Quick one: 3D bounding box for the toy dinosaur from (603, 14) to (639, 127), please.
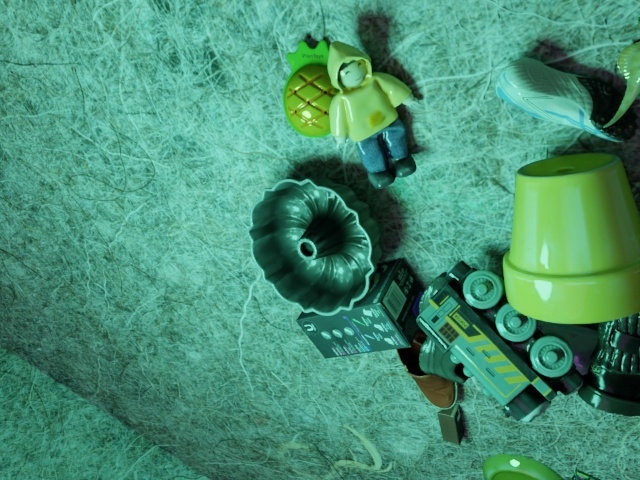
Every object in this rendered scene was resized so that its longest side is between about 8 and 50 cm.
[{"bbox_3d":[0.496,-0.258,0.872,0.093,0.053,0.183,18,116,26],"label":"toy dinosaur"}]

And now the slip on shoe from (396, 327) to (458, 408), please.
[{"bbox_3d":[0.265,0.326,1.489,0.123,0.101,0.331,-5,125,33],"label":"slip on shoe"}]

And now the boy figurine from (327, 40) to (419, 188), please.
[{"bbox_3d":[0.098,-0.245,1.084,0.177,0.092,0.285,-23,125,4],"label":"boy figurine"}]

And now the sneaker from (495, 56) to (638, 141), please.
[{"bbox_3d":[0.403,-0.227,0.950,0.237,0.085,0.086,25,172,2],"label":"sneaker"}]

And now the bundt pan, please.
[{"bbox_3d":[0.000,0.000,1.322,0.331,0.124,0.330,13,117,28],"label":"bundt pan"}]

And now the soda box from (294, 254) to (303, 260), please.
[{"bbox_3d":[-0.056,0.088,1.519,0.060,0.053,0.168,15,133,21],"label":"soda box"}]

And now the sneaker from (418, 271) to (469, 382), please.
[{"bbox_3d":[0.303,0.202,1.319,0.130,0.109,0.286,21,130,41],"label":"sneaker"}]

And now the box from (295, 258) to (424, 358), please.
[{"bbox_3d":[0.102,0.171,1.409,0.270,0.165,0.143,-19,115,41],"label":"box"}]

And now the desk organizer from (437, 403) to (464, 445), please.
[{"bbox_3d":[0.368,0.517,1.628,0.050,0.047,0.130,6,129,31],"label":"desk organizer"}]

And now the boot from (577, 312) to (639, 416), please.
[{"bbox_3d":[0.677,0.205,1.098,0.348,0.131,0.260,7,103,-15],"label":"boot"}]

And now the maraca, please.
[{"bbox_3d":[-0.013,-0.295,1.132,0.127,0.099,0.185,2,108,9],"label":"maraca"}]

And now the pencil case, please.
[{"bbox_3d":[0.480,0.212,1.246,0.273,0.113,0.124,20,108,18],"label":"pencil case"}]

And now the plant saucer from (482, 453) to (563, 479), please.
[{"bbox_3d":[0.584,0.708,1.664,0.241,0.037,0.240,17,133,19],"label":"plant saucer"}]

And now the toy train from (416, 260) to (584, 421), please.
[{"bbox_3d":[0.352,0.199,1.157,0.190,0.142,0.334,-47,72,11],"label":"toy train"}]

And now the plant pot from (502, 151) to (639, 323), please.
[{"bbox_3d":[0.437,-0.017,0.996,0.254,0.254,0.238,-4,108,34],"label":"plant pot"}]

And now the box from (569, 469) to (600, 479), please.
[{"bbox_3d":[0.701,0.667,1.544,0.062,0.052,0.083,19,135,17],"label":"box"}]
